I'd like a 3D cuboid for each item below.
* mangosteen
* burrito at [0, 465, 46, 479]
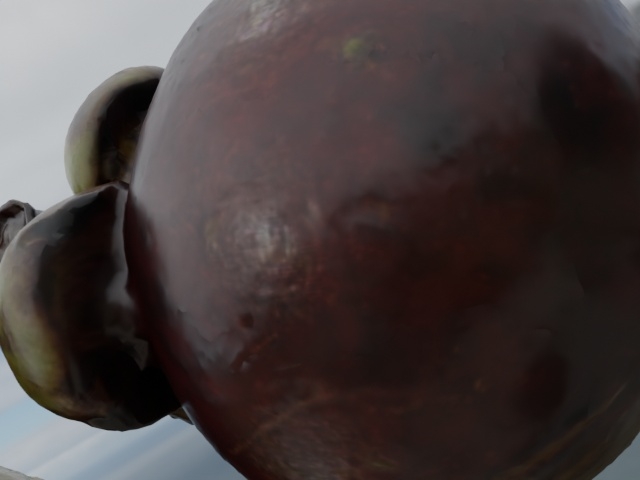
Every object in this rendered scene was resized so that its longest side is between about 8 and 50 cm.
[{"bbox_3d":[0.000,0.000,0.446,0.258,0.215,0.215,-8,-1,6],"label":"mangosteen"},{"bbox_3d":[-0.184,0.157,0.551,0.107,0.348,0.175,-31,36,43],"label":"burrito"}]
